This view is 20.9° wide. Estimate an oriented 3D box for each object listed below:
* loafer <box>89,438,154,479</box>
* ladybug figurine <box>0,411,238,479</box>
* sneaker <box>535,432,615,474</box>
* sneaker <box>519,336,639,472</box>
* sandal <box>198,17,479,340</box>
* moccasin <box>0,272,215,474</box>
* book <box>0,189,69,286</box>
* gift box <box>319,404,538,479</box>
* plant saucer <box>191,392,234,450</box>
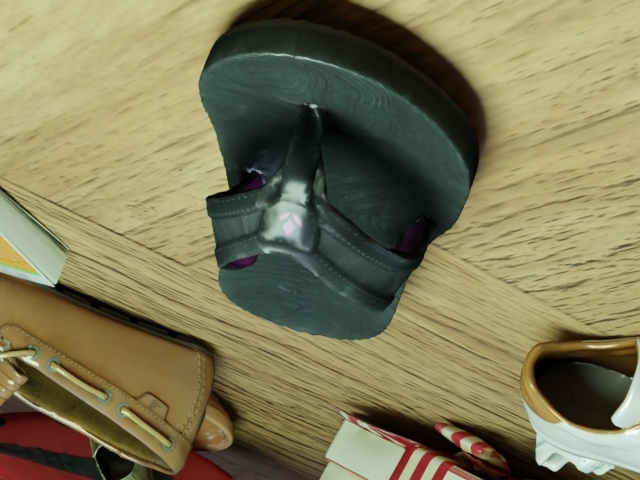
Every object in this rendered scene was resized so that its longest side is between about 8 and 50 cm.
[{"bbox_3d":[-0.185,0.194,1.619,0.056,0.148,0.050,-21,131,-7],"label":"loafer"},{"bbox_3d":[-0.226,0.284,1.685,0.449,0.305,0.162,15,122,-28],"label":"ladybug figurine"},{"bbox_3d":[0.238,0.161,1.404,0.152,0.061,0.054,-10,145,46],"label":"sneaker"},{"bbox_3d":[0.278,0.134,1.242,0.290,0.105,0.123,9,160,22],"label":"sneaker"},{"bbox_3d":[0.002,0.001,1.106,0.168,0.107,0.445,14,159,5],"label":"sandal"},{"bbox_3d":[-0.282,0.106,1.515,0.380,0.147,0.139,25,157,-22],"label":"moccasin"},{"bbox_3d":[-0.276,-0.015,1.372,0.096,0.035,0.144,9,158,26],"label":"book"},{"bbox_3d":[0.098,0.308,1.620,0.276,0.258,0.255,24,171,41],"label":"gift box"},{"bbox_3d":[-0.179,0.159,1.729,0.200,0.037,0.200,13,158,5],"label":"plant saucer"}]
